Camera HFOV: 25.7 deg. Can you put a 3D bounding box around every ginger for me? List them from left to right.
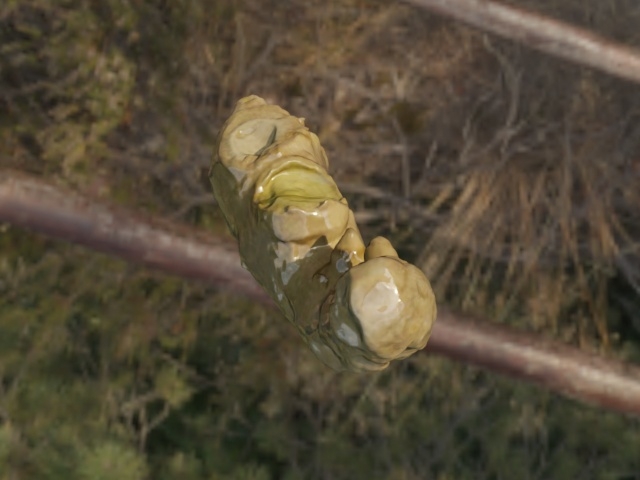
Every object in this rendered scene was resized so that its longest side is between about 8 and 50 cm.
[{"bbox_3d":[0.001,0.004,0.518,0.051,0.173,0.069,-15,120,-20],"label":"ginger"}]
